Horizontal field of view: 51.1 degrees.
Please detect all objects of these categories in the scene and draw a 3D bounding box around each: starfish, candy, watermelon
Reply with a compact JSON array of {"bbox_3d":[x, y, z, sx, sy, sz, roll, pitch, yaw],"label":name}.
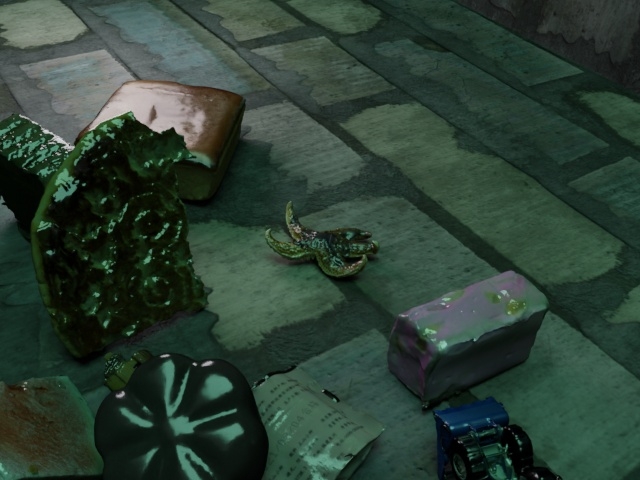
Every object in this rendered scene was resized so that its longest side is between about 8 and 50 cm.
[{"bbox_3d":[-0.001,0.002,1.392,0.238,0.071,0.216,-1,34,-24],"label":"starfish"},{"bbox_3d":[0.256,0.166,1.156,0.265,0.156,0.116,-17,42,-26],"label":"candy"},{"bbox_3d":[-0.428,0.270,0.908,0.261,0.201,0.213,-25,58,-37],"label":"watermelon"}]

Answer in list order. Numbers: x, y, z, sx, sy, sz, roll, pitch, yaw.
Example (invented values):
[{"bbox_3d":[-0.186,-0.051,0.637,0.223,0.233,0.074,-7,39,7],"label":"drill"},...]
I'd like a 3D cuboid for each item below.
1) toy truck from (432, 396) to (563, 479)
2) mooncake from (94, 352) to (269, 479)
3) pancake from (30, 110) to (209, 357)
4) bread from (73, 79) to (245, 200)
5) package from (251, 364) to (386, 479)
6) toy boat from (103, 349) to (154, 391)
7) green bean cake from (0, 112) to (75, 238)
[{"bbox_3d":[0.250,0.337,0.977,0.113,0.126,0.208,-8,38,-16],"label":"toy truck"},{"bbox_3d":[-0.190,0.278,0.924,0.244,0.133,0.245,-1,64,2],"label":"mooncake"},{"bbox_3d":[-0.356,-0.019,1.193,0.304,0.427,0.066,-4,-4,-35],"label":"pancake"},{"bbox_3d":[-0.361,-0.244,1.570,0.323,0.143,0.333,9,40,1],"label":"bread"},{"bbox_3d":[-0.053,0.309,1.019,0.203,0.062,0.251,29,51,30],"label":"package"},{"bbox_3d":[-0.256,0.244,1.053,0.226,0.068,0.088,30,65,29],"label":"toy boat"},{"bbox_3d":[-0.535,-0.100,1.299,0.255,0.241,0.132,28,53,28],"label":"green bean cake"}]
